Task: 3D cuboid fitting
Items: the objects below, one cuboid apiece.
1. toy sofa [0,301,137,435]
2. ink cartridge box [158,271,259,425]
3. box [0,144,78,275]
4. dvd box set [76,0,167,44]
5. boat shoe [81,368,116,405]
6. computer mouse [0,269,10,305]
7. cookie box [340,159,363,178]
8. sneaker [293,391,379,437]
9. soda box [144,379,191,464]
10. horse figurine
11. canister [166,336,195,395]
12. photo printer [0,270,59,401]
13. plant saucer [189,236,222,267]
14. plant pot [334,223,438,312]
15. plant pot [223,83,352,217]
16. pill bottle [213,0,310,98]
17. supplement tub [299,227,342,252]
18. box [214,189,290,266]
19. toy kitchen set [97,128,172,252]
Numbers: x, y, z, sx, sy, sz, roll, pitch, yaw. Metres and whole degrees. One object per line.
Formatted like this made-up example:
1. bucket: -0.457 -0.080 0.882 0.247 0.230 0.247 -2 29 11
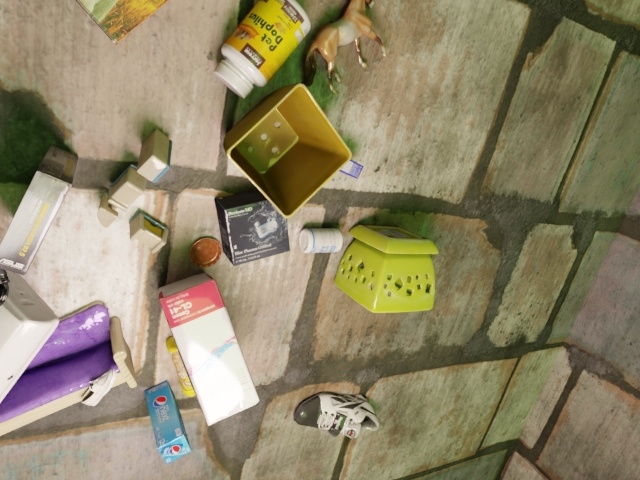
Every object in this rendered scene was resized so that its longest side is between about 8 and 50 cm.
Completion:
1. toy sofa: -0.624 0.300 0.989 0.363 0.150 0.177 -21 123 -19
2. ink cartridge box: -0.274 0.242 1.048 0.131 0.226 0.306 -19 96 -21
3. box: -0.520 -0.066 0.816 0.056 0.231 0.183 27 98 -33
4. dvd box set: -0.316 -0.607 0.768 0.420 0.062 0.307 -42 127 -5
5. boat shoe: -0.487 0.320 0.963 0.100 0.035 0.035 -49 133 9
6. computer mouse: -0.663 0.039 0.776 0.184 0.262 0.060 -33 166 8
7. cookie box: 0.043 -0.205 1.150 0.107 0.092 0.040 20 100 -34
8. sneaker: 0.070 0.622 1.543 0.331 0.146 0.122 8 111 -30
9. soda box: -0.404 0.472 1.158 0.067 0.210 0.071 -22 123 -19
10. horse figurine: 0.053 -0.466 1.044 0.263 0.066 0.174 -38 132 -10
11. canister: -0.341 0.328 1.210 0.126 0.073 0.169 -21 120 -20
12. photo printer: -0.690 0.198 0.849 0.307 0.256 0.107 -52 165 3
13. plant saucer: -0.294 0.030 1.125 0.084 0.013 0.083 -13 120 -23
14. plant pot: 0.200 0.072 1.299 0.227 0.228 0.207 2 105 -30
15. plant pot: -0.096 -0.217 1.006 0.212 0.187 0.212 -44 126 -3
16. pill bottle: -0.128 -0.413 0.935 0.117 0.117 0.215 38 92 -37
17. supplement tub: 0.000 0.000 1.240 0.107 0.071 0.070 -1 114 -28
18. box: -0.170 -0.038 1.112 0.156 0.093 0.158 -16 119 -22
19. toy kitchen set: -0.366 -0.103 0.979 0.207 0.122 0.166 -38 129 17
